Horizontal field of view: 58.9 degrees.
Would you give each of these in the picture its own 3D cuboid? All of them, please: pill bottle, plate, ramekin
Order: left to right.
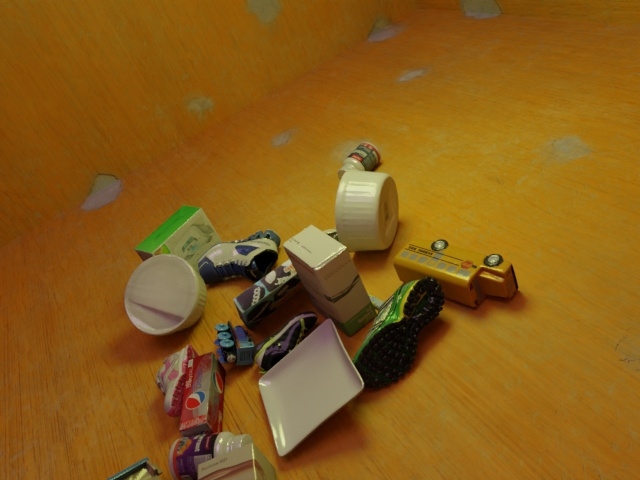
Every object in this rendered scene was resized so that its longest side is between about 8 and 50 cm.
[{"bbox_3d":[-0.511,0.190,1.915,0.273,0.127,0.272,-4,75,14],"label":"ramekin"},{"bbox_3d":[-0.264,0.531,1.397,0.194,0.108,0.108,-14,35,16],"label":"pill bottle"},{"bbox_3d":[-0.025,0.376,1.459,0.277,0.045,0.278,-42,33,7],"label":"plate"},{"bbox_3d":[0.152,-0.304,2.277,0.108,0.107,0.180,12,49,42],"label":"pill bottle"},{"bbox_3d":[0.160,-0.095,1.848,0.135,0.277,0.277,3,42,23],"label":"ramekin"}]

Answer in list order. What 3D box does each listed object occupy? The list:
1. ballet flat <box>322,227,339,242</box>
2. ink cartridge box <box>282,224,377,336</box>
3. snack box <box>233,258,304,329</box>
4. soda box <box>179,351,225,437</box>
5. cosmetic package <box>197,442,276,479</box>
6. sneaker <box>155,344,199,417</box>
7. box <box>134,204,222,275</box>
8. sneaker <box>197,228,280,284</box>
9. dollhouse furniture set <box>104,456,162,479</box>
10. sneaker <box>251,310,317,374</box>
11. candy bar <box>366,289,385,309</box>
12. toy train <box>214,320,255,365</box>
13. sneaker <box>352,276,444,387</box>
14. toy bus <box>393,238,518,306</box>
[{"bbox_3d":[0.000,0.000,1.996,0.189,0.070,0.070,-24,34,2],"label":"ballet flat"},{"bbox_3d":[0.027,0.114,1.633,0.115,0.272,0.198,-36,35,-16],"label":"ink cartridge box"},{"bbox_3d":[-0.117,0.140,1.773,0.322,0.187,0.060,-36,71,-15],"label":"snack box"},{"bbox_3d":[-0.324,0.440,1.574,0.084,0.092,0.263,-20,33,7],"label":"soda box"},{"bbox_3d":[-0.170,0.609,1.211,0.153,0.129,0.296,-25,33,2],"label":"cosmetic package"},{"bbox_3d":[-0.426,0.424,1.668,0.111,0.102,0.252,-23,27,10],"label":"sneaker"},{"bbox_3d":[-0.514,0.039,2.120,0.127,0.231,0.262,9,46,42],"label":"box"},{"bbox_3d":[-0.283,0.080,2.011,0.316,0.127,0.182,-23,31,1],"label":"sneaker"},{"bbox_3d":[-0.424,0.710,1.298,0.287,0.198,0.303,30,27,27],"label":"dollhouse furniture set"},{"bbox_3d":[-0.088,0.304,1.647,0.235,0.084,0.097,-36,59,-15],"label":"sneaker"},{"bbox_3d":[0.176,0.187,1.668,0.040,0.018,0.162,-40,35,-20],"label":"candy bar"},{"bbox_3d":[-0.261,0.309,1.713,0.105,0.080,0.184,0,20,-19],"label":"toy train"},{"bbox_3d":[0.194,0.248,1.507,0.343,0.134,0.146,-48,11,-23],"label":"sneaker"},{"bbox_3d":[0.375,0.090,1.593,0.130,0.108,0.333,-43,38,-24],"label":"toy bus"}]
